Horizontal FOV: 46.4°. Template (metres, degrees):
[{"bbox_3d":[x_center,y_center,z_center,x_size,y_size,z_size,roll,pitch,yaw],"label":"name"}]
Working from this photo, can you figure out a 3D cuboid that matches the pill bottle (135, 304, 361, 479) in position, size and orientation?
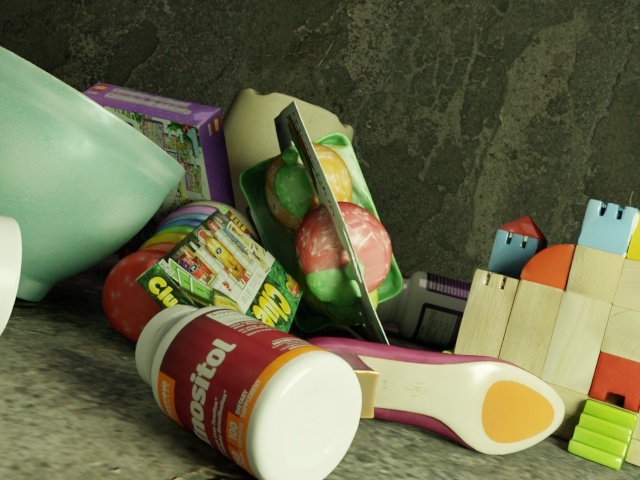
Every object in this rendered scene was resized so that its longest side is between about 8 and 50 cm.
[{"bbox_3d":[-0.054,0.092,0.484,0.086,0.086,0.152,12,3,-45],"label":"pill bottle"}]

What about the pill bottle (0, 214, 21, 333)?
[{"bbox_3d":[-0.310,0.010,0.464,0.216,0.121,0.121,12,4,-37],"label":"pill bottle"}]

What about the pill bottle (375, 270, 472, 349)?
[{"bbox_3d":[0.183,0.109,1.159,0.194,0.108,0.108,15,3,2],"label":"pill bottle"}]

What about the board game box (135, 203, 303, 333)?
[{"bbox_3d":[-0.083,0.044,0.716,0.136,0.030,0.259,50,12,-8],"label":"board game box"}]

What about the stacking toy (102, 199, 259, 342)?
[{"bbox_3d":[-0.158,0.038,0.824,0.141,0.141,0.330,14,9,2],"label":"stacking toy"}]

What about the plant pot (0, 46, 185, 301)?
[{"bbox_3d":[-0.313,-0.060,0.757,0.293,0.196,0.293,28,-6,3],"label":"plant pot"}]

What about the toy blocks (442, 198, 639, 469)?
[{"bbox_3d":[0.306,0.080,0.775,0.382,0.260,0.191,15,3,28],"label":"toy blocks"}]

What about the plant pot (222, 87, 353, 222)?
[{"bbox_3d":[-0.089,-0.086,1.316,0.334,0.305,0.334,18,-3,1],"label":"plant pot"}]

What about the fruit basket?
[{"bbox_3d":[0.000,0.000,0.908,0.166,0.326,0.353,-22,9,1],"label":"fruit basket"}]

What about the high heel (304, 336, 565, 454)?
[{"bbox_3d":[0.087,0.129,0.654,0.244,0.082,0.117,5,4,-19],"label":"high heel"}]

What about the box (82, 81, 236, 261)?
[{"bbox_3d":[-0.217,-0.064,1.050,0.201,0.293,0.057,15,42,22],"label":"box"}]
